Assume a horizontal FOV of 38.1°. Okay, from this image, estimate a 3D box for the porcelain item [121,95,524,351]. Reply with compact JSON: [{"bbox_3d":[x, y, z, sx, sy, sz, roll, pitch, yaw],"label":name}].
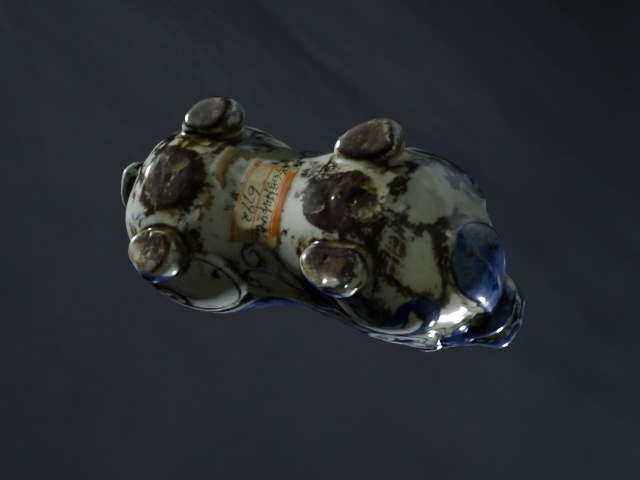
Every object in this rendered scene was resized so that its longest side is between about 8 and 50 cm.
[{"bbox_3d":[0.000,0.000,0.656,0.287,0.138,0.186,7,161,33],"label":"porcelain item"}]
